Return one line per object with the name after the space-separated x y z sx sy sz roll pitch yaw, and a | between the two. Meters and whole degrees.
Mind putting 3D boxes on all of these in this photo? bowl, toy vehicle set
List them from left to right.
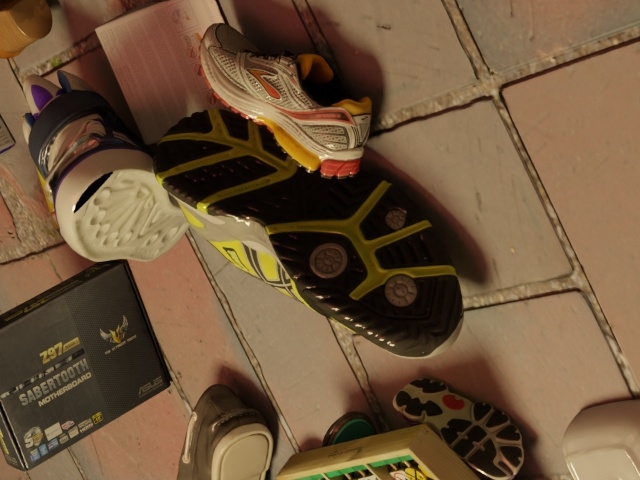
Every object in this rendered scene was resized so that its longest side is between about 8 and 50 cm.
0.081 0.277 1.831 0.166 0.035 0.267 46 148 -13 | toy vehicle set
0.290 0.224 1.618 0.142 0.053 0.142 -19 101 57 | bowl

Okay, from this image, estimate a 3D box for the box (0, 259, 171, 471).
-0.318 0.153 2.183 0.059 0.233 0.183 6 120 53 | box

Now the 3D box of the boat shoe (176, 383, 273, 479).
-0.129 0.317 2.195 0.095 0.112 0.335 55 145 38 | boat shoe

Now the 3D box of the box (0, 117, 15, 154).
-0.490 -0.150 2.262 0.072 0.126 0.137 -25 95 55 | box

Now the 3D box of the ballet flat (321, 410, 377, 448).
0.030 0.255 1.965 0.074 0.074 0.203 28 142 37 | ballet flat

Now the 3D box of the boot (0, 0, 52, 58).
-0.440 -0.346 2.066 0.211 0.104 0.295 -2 118 52 | boot

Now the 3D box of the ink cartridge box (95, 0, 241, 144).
-0.147 -0.193 1.882 0.179 0.045 0.145 -14 104 38 | ink cartridge box

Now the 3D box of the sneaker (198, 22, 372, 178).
-0.029 -0.156 1.722 0.225 0.088 0.092 38 121 27 | sneaker

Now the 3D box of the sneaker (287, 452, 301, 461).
-0.046 0.382 2.105 0.112 0.131 0.296 41 141 28 | sneaker

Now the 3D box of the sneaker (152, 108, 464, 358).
0.000 0.000 1.774 0.385 0.145 0.147 37 165 30 | sneaker

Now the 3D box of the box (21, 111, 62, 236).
-0.304 -0.073 2.161 0.105 0.043 0.179 16 125 45 | box

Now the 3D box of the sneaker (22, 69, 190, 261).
-0.274 -0.097 1.919 0.236 0.130 0.323 45 -177 14 | sneaker

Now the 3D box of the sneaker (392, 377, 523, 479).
0.148 0.201 1.790 0.170 0.068 0.071 33 155 46 | sneaker
